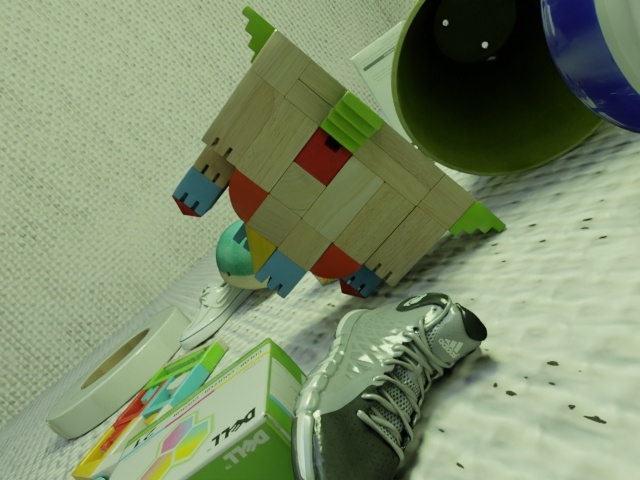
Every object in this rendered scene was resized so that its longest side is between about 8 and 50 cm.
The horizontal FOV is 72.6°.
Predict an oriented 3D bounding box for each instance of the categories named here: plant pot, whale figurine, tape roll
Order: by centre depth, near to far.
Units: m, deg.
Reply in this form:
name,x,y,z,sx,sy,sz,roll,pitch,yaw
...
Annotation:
name,x,y,z,sx,sy,sz,roll,pitch,yaw
plant pot,0.238,-0.286,0.622,0.274,0.275,0.294,-31,28,28
whale figurine,-0.113,-0.002,0.987,0.216,0.141,0.272,9,30,40
tape roll,-0.503,0.323,1.115,0.392,0.072,0.392,-36,14,10

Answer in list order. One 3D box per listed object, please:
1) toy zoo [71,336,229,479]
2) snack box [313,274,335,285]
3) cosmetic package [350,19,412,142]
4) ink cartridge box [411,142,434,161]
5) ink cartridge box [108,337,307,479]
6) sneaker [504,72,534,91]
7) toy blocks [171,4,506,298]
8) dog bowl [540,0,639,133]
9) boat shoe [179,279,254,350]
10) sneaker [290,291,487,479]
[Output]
name,x,y,z,sx,sy,sz,roll,pitch,yaw
toy zoo,-0.290,0.295,0.728,0.192,0.030,0.293,-30,15,32
snack box,0.000,0.000,0.713,0.100,0.141,0.037,-26,18,43
cosmetic package,0.211,-0.372,1.004,0.138,0.225,0.224,-25,17,32
ink cartridge box,0.224,-0.208,1.013,0.235,0.056,0.171,-38,13,3
ink cartridge box,-0.084,0.210,0.320,0.188,0.097,0.255,-37,12,4
sneaker,0.337,-0.228,0.760,0.212,0.080,0.094,-28,4,42
toy blocks,-0.012,-0.052,0.550,0.261,0.381,0.191,-50,10,17
dog bowl,0.313,-0.210,0.319,0.264,0.265,0.104,-37,10,5
boat shoe,-0.241,0.138,1.011,0.095,0.084,0.258,-23,20,47
sneaker,0.064,0.101,0.333,0.132,0.086,0.229,-30,14,23
